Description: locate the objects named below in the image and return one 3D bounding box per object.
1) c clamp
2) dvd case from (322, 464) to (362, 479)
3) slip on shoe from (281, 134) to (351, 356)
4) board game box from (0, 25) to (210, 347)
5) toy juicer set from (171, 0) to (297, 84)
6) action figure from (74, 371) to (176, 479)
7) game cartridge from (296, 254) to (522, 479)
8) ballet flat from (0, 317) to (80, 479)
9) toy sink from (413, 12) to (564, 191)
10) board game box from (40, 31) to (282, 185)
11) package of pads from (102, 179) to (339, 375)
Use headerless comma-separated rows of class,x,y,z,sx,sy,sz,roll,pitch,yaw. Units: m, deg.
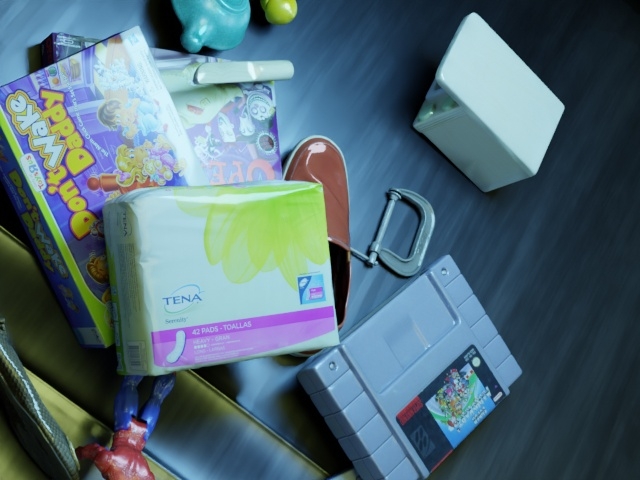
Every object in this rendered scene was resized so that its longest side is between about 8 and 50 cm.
c clamp,0.113,-0.018,2.148,0.137,0.022,0.160,38,58,-19
dvd case,0.063,0.404,1.971,0.239,0.029,0.179,-20,87,-37
slip on shoe,0.000,0.000,2.016,0.123,0.101,0.331,17,64,-27
board game box,-0.270,-0.068,1.814,0.233,0.078,0.347,-31,104,-32
toy juicer set,-0.128,-0.327,2.048,0.209,0.089,0.329,16,56,-40
action figure,-0.252,0.249,1.778,0.091,0.139,0.280,31,37,-20
game cartridge,0.142,0.195,2.054,0.355,0.068,0.230,-37,92,-43
ballet flat,-0.359,0.188,1.723,0.058,0.084,0.250,-34,89,-36
toy sink,0.246,-0.215,2.238,0.234,0.131,0.152,41,56,-23
board game box,-0.214,-0.162,1.957,0.347,0.056,0.208,4,77,-34
package of pads,-0.123,0.039,1.797,0.297,0.101,0.229,-7,91,-35
